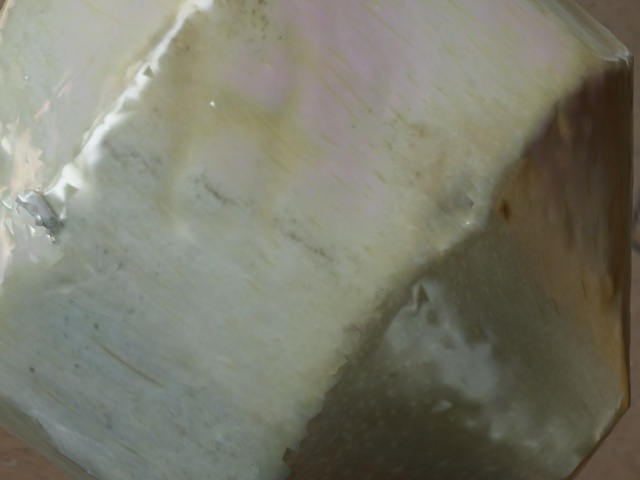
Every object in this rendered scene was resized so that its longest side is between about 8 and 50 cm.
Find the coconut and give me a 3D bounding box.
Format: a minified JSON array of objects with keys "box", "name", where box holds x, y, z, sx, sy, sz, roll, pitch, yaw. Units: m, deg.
[{"box":[0.000,0.000,0.776,0.352,0.352,0.353,2,85,-24],"name":"coconut"}]
